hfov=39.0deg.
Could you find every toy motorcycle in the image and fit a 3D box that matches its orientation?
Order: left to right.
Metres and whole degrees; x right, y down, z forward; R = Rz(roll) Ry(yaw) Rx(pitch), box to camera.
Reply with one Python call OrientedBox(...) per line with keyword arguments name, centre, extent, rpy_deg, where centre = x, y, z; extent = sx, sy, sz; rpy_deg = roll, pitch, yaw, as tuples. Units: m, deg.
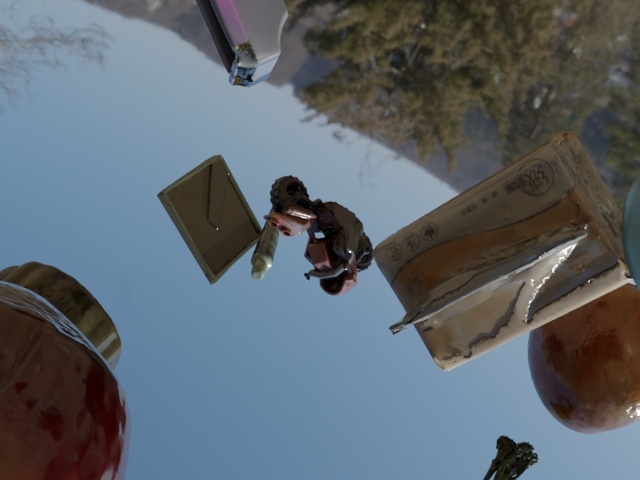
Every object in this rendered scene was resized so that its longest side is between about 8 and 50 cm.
OrientedBox(name="toy motorcycle", centre=(0.000, 0.000, 1.298), extent=(0.084, 0.118, 0.212), rpy_deg=(-12, 141, 44))

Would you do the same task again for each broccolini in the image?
OrientedBox(name="broccolini", centre=(0.304, 0.430, 1.589), extent=(0.074, 0.201, 0.058), rpy_deg=(25, 153, 37))

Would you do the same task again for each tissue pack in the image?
OrientedBox(name="tissue pack", centre=(0.241, 0.025, 1.217), extent=(0.238, 0.306, 0.238), rpy_deg=(38, -145, -33))

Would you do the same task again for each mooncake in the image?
OrientedBox(name="mooncake", centre=(-0.529, 0.188, 1.700), extent=(0.290, 0.290, 0.161), rpy_deg=(29, -135, 6))

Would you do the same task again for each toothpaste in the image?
OrientedBox(name="toothpaste", centre=(-0.088, -0.001, 1.564), extent=(0.037, 0.062, 0.216), rpy_deg=(1, -146, 9))

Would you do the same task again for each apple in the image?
OrientedBox(name="apple", centre=(0.500, 0.190, 1.585), extent=(0.302, 0.301, 0.301), rpy_deg=(26, -167, -6))

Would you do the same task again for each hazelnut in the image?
OrientedBox(name="hazelnut", centre=(-0.402, 0.226, 0.908), extent=(0.421, 0.421, 0.352), rpy_deg=(32, 155, 20))

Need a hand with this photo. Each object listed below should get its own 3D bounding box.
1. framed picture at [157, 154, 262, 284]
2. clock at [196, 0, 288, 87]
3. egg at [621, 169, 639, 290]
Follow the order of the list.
OrientedBox(name="framed picture", centre=(-0.191, -0.047, 1.653), extent=(0.189, 0.023, 0.260), rpy_deg=(60, -156, -10))
OrientedBox(name="clock", centre=(-0.117, -0.325, 1.140), extent=(0.186, 0.083, 0.253), rpy_deg=(-177, 63, -81))
OrientedBox(name="egg", centre=(0.329, -0.001, 0.749), extent=(0.192, 0.149, 0.149), rpy_deg=(49, -179, -30))
